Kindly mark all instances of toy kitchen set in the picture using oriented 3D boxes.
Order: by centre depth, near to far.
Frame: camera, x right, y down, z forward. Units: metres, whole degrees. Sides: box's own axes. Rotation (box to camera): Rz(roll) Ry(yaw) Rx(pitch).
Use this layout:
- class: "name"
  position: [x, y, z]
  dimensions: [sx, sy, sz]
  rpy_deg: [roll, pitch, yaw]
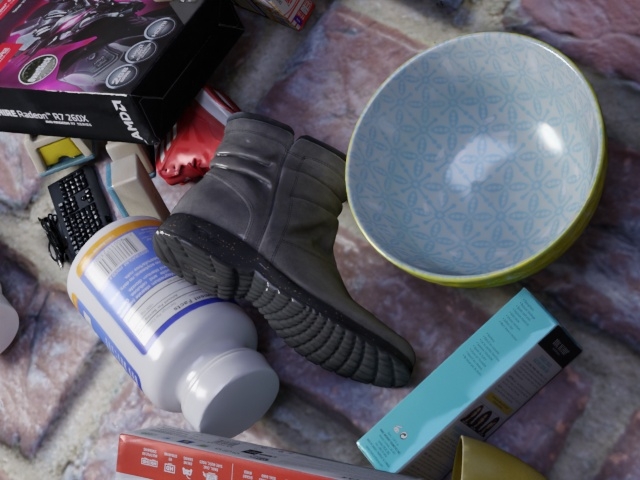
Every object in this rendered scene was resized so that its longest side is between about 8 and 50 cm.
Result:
- class: "toy kitchen set"
  position: [-0.290, -0.074, 1.788]
  dimensions: [0.166, 0.122, 0.207]
  rpy_deg: [-20, 40, 7]

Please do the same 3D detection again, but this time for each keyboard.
- class: "keyboard"
  position: [-0.322, -0.010, 1.815]
  dimensions: [0.100, 0.038, 0.192]
  rpy_deg: [-32, 58, 11]

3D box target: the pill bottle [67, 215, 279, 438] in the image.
- class: "pill bottle"
  position: [-0.169, 0.106, 1.625]
  dimensions: [0.152, 0.152, 0.272]
  rpy_deg: [-46, 58, 3]

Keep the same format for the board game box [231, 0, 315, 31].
- class: "board game box"
  position: [-0.120, -0.350, 1.790]
  dimensions: [0.193, 0.147, 0.045]
  rpy_deg: [27, 83, 32]

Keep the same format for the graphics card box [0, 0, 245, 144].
- class: "graphics card box"
  position: [-0.310, -0.241, 1.811]
  dimensions: [0.371, 0.094, 0.233]
  rpy_deg: [9, 50, 33]

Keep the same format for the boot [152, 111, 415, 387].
- class: "boot"
  position: [0.000, 0.000, 1.569]
  dimensions: [0.338, 0.118, 0.222]
  rpy_deg: [34, 60, -2]

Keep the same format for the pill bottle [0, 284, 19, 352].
- class: "pill bottle"
  position: [-0.498, 0.060, 1.823]
  dimensions: [0.121, 0.121, 0.221]
  rpy_deg: [-49, 58, 1]

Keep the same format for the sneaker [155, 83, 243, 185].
- class: "sneaker"
  position: [-0.125, -0.093, 1.740]
  dimensions: [0.128, 0.087, 0.221]
  rpy_deg: [-50, 48, 13]

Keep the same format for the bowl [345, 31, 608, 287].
- class: "bowl"
  position: [0.188, -0.066, 1.515]
  dimensions: [0.289, 0.156, 0.289]
  rpy_deg: [-10, 65, 22]

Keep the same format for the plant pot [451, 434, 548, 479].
- class: "plant pot"
  position: [0.182, 0.272, 1.408]
  dimensions: [0.095, 0.134, 0.134]
  rpy_deg: [7, 71, 3]

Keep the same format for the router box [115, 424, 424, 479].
- class: "router box"
  position: [-0.067, 0.371, 1.448]
  dimensions: [0.335, 0.082, 0.301]
  rpy_deg: [6, 93, 29]

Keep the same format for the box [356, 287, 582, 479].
- class: "box"
  position: [0.159, 0.165, 1.468]
  dimensions: [0.244, 0.100, 0.060]
  rpy_deg: [-43, 58, 4]
